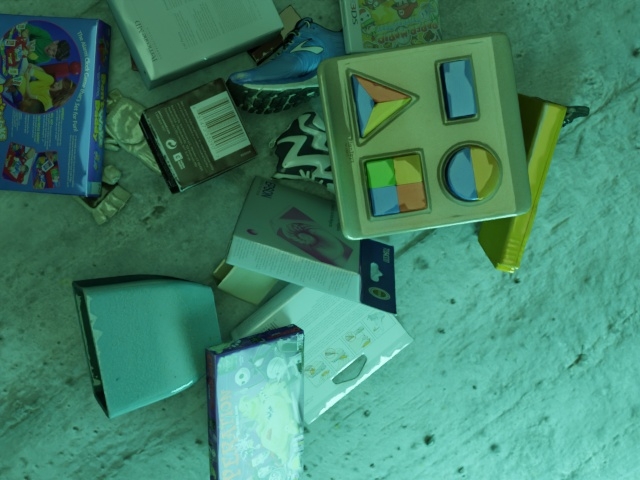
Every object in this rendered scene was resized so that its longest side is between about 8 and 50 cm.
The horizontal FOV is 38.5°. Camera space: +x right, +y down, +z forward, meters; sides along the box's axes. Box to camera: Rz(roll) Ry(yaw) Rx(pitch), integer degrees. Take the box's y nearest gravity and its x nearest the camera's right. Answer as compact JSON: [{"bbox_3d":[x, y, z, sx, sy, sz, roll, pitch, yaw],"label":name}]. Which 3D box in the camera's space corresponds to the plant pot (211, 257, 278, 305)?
[{"bbox_3d":[-0.149,0.070,1.882,0.096,0.109,0.109,40,91,-17],"label":"plant pot"}]

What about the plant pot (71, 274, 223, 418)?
[{"bbox_3d":[-0.335,0.183,1.818,0.252,0.247,0.248,-11,95,-20],"label":"plant pot"}]

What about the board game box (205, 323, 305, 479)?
[{"bbox_3d":[-0.127,0.353,1.838,0.208,0.056,0.347,-11,113,-29],"label":"board game box"}]

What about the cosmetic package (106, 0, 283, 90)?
[{"bbox_3d":[-0.281,-0.519,1.769,0.284,0.097,0.377,-25,92,-17],"label":"cosmetic package"}]

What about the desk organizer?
[{"bbox_3d":[-0.095,-0.419,1.876,0.130,0.047,0.050,-39,93,0],"label":"desk organizer"}]

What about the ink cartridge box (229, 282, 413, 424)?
[{"bbox_3d":[0.004,0.200,1.916,0.296,0.066,0.261,-39,114,0],"label":"ink cartridge box"}]

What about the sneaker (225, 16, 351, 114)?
[{"bbox_3d":[-0.049,-0.352,1.819,0.330,0.129,0.147,-22,86,-30],"label":"sneaker"}]

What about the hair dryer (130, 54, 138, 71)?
[{"bbox_3d":[-0.283,-0.454,1.845,0.293,0.080,0.223,-44,94,1],"label":"hair dryer"}]

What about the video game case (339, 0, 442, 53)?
[{"bbox_3d":[0.140,-0.480,1.842,0.226,0.026,0.206,-7,91,-29],"label":"video game case"}]

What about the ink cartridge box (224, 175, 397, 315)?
[{"bbox_3d":[0.000,0.000,1.773,0.330,0.324,0.071,16,112,-4],"label":"ink cartridge box"}]

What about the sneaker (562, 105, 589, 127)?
[{"bbox_3d":[0.477,-0.235,1.920,0.170,0.051,0.089,-1,94,2],"label":"sneaker"}]

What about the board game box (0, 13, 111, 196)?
[{"bbox_3d":[-0.550,-0.266,1.824,0.233,0.078,0.347,5,92,6],"label":"board game box"}]

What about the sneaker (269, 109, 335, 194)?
[{"bbox_3d":[-0.020,-0.133,1.875,0.153,0.094,0.235,-30,92,2],"label":"sneaker"}]

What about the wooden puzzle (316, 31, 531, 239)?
[{"bbox_3d":[0.186,-0.180,1.585,0.347,0.080,0.322,-9,94,-3],"label":"wooden puzzle"}]

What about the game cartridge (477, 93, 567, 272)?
[{"bbox_3d":[0.385,-0.117,1.782,0.052,0.285,0.324,12,103,-1],"label":"game cartridge"}]

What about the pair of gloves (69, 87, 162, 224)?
[{"bbox_3d":[-0.432,-0.175,1.877,0.240,0.042,0.204,-42,95,0],"label":"pair of gloves"}]

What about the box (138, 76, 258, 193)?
[{"bbox_3d":[-0.243,-0.199,1.789,0.167,0.203,0.169,-27,97,-12],"label":"box"}]
